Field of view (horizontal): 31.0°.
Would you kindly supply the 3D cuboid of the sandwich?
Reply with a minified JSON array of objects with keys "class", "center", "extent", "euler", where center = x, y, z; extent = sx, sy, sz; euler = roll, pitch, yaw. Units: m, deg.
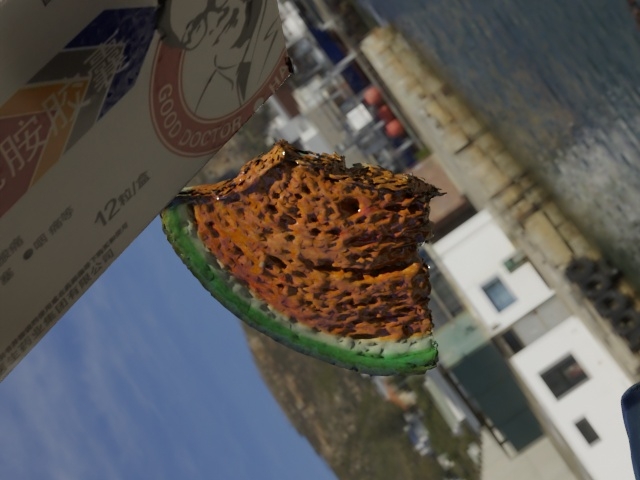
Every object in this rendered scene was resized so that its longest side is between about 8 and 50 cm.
[{"class":"sandwich","center":[-0.010,0.004,0.869],"extent":[0.235,0.159,0.079],"euler":[14,-161,-11]}]

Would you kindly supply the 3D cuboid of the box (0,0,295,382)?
[{"class":"box","center":[-0.155,-0.045,0.571],"extent":[0.069,0.353,0.214],"euler":[30,157,22]}]

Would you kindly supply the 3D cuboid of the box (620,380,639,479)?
[{"class":"box","center":[0.445,0.098,0.702],"extent":[0.397,0.396,0.111],"euler":[11,-117,-27]}]
